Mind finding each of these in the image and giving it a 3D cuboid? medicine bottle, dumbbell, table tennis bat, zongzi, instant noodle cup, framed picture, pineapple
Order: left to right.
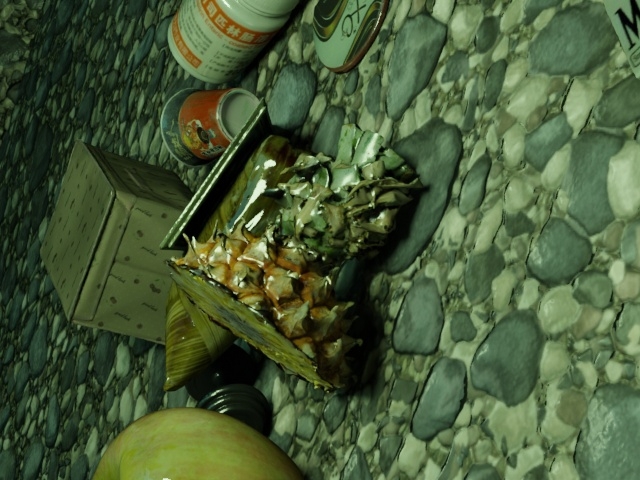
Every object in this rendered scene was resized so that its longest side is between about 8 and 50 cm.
[{"bbox_3d":[-0.156,-0.178,1.841,0.135,0.127,0.127,-4,72,52],"label":"instant noodle cup"},{"bbox_3d":[-0.131,-0.077,1.646,0.232,0.019,0.296,-56,0,0],"label":"framed picture"},{"bbox_3d":[-0.123,0.201,1.576,0.099,0.099,0.208,-61,28,24],"label":"dumbbell"},{"bbox_3d":[-0.104,0.029,1.522,0.286,0.134,0.288,-57,5,29],"label":"zongzi"},{"bbox_3d":[-0.120,-0.358,1.838,0.252,0.144,0.145,-41,42,45],"label":"medicine bottle"},{"bbox_3d":[0.000,0.000,1.378,0.272,0.262,0.262,-53,24,-13],"label":"pineapple"},{"bbox_3d":[0.033,-0.357,1.681,0.173,0.022,0.301,-52,36,35],"label":"table tennis bat"}]

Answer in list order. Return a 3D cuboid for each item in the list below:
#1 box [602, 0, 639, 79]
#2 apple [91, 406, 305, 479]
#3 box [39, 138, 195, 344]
[{"bbox_3d":[0.323,-0.233,1.047,0.177,0.036,0.115,-49,36,39],"label":"box"},{"bbox_3d":[-0.142,0.321,1.398,0.257,0.234,0.257,-35,47,51],"label":"apple"},{"bbox_3d":[-0.314,0.001,1.952,0.225,0.190,0.297,-68,26,12],"label":"box"}]
